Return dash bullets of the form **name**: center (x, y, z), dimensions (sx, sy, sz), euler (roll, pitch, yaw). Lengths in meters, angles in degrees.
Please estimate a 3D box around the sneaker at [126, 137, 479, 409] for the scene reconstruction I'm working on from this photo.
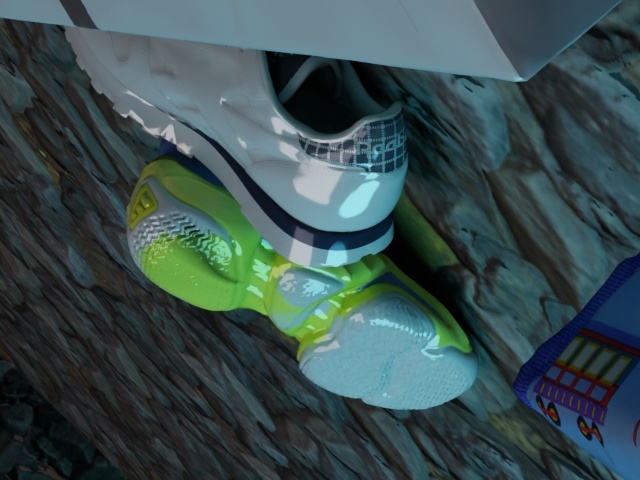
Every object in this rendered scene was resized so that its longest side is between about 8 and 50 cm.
- **sneaker**: center (0.000, 0.000, 1.003), dimensions (0.091, 0.126, 0.240), euler (-29, 133, 34)

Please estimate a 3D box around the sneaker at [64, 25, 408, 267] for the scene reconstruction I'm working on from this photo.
- **sneaker**: center (-0.042, -0.090, 0.911), dimensions (0.235, 0.090, 0.095), euler (39, 143, 26)

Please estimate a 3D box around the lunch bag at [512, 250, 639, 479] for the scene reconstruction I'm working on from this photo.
- **lunch bag**: center (0.236, 0.099, 0.527), dimensions (0.293, 0.138, 0.221), euler (41, 174, -17)

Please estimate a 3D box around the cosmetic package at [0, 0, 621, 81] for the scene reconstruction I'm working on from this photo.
- **cosmetic package**: center (-0.042, -0.187, 0.554), dimensions (0.217, 0.156, 0.385), euler (58, 161, -23)
